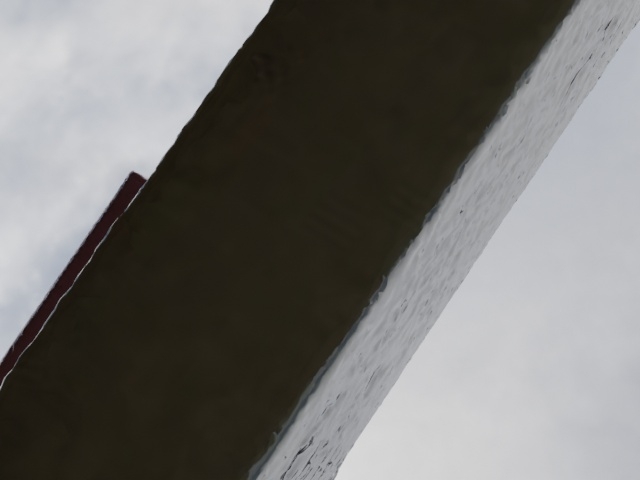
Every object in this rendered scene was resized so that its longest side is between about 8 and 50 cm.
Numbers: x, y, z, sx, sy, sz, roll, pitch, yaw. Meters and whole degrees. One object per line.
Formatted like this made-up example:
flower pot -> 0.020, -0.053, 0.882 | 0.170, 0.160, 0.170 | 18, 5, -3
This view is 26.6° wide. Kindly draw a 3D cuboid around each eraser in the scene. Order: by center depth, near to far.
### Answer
eraser -> 0.001, 0.000, 0.405 | 0.077, 0.111, 0.352 | 34, -96, 13

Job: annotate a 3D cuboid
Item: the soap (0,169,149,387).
soap -> -0.120, 0.105, 0.883 | 0.181, 0.081, 0.259 | 38, -86, 28
